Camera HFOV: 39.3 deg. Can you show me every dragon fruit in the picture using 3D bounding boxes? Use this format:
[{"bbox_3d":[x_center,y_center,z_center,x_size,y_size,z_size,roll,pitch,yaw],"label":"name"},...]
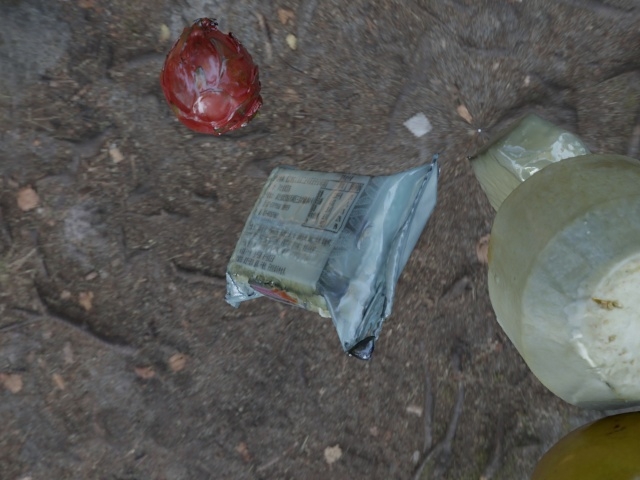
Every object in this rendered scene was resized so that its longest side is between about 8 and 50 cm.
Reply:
[{"bbox_3d":[-0.192,-0.276,1.565,0.172,0.172,0.210,-22,114,12],"label":"dragon fruit"}]

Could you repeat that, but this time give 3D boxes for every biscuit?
[{"bbox_3d":[-0.002,0.004,0.883,0.079,0.309,0.186,28,80,-29],"label":"biscuit"}]

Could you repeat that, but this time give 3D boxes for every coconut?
[{"bbox_3d":[0.356,0.048,1.106,0.322,0.323,0.323,1,97,10],"label":"coconut"}]

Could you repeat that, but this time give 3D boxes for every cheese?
[{"bbox_3d":[0.383,-0.084,1.509,0.115,0.318,0.326,-44,129,-5],"label":"cheese"}]

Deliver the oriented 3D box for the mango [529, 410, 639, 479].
[{"bbox_3d":[0.455,0.335,1.001,0.445,0.232,0.300,2,124,21],"label":"mango"}]
